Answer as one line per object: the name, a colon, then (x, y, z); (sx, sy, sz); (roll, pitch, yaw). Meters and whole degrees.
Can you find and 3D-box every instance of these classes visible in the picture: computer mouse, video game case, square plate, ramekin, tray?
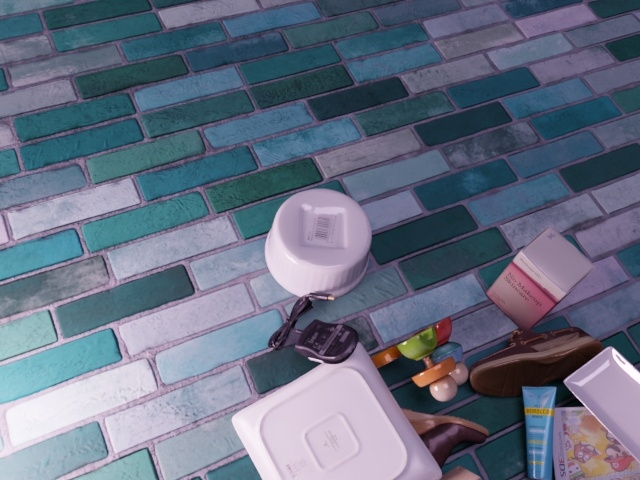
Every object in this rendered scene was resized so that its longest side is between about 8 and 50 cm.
computer mouse: (0.013, 0.207, 1.514); (0.262, 0.060, 0.184); (1, 47, 44)
video game case: (0.637, 0.476, 1.445); (0.227, 0.026, 0.206); (-8, 70, 20)
square plate: (0.027, 0.441, 1.397); (0.344, 0.049, 0.347); (-29, 65, -8)
ramekin: (0.000, 0.000, 1.648); (0.278, 0.135, 0.277); (4, 60, -7)
tray: (0.685, 0.372, 1.425); (0.145, 0.030, 0.270); (-37, 50, -1)

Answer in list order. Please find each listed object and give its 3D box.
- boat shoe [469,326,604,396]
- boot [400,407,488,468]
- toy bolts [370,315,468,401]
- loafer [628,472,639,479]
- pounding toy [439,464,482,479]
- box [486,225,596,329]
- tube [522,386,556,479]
boat shoe: (0.512, 0.282, 1.586); (0.342, 0.123, 0.123); (-15, 34, -9)
boot: (0.247, 0.494, 1.443); (0.249, 0.090, 0.206); (10, 71, -4)
toy bolts: (0.247, 0.298, 1.518); (0.229, 0.218, 0.158); (-15, 74, -52)
loafer: (0.700, 0.610, 1.340); (0.088, 0.094, 0.251); (2, 77, -26)
pounding toy: (0.260, 0.610, 1.352); (0.206, 0.094, 0.181); (-25, 99, -20)
box: (0.541, 0.100, 1.611); (0.127, 0.232, 0.148); (-34, 70, -25)
tube: (0.504, 0.441, 1.487); (0.080, 0.052, 0.207); (-6, 68, 32)
